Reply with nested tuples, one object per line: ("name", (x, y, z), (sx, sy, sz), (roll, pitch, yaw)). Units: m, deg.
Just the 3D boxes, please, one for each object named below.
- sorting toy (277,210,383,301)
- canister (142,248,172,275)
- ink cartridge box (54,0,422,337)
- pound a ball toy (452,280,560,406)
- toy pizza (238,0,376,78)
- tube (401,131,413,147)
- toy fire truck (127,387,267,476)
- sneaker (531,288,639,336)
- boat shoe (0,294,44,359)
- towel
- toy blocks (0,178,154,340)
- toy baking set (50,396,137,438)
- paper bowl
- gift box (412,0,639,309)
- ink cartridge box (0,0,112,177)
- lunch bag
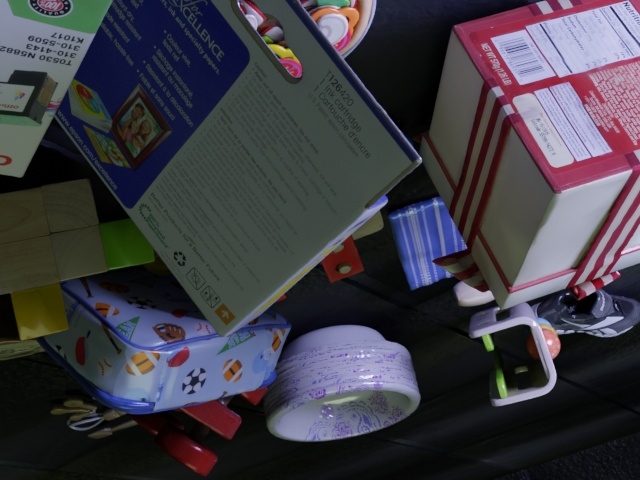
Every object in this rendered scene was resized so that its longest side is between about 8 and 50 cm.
("sorting toy", (-0.063, -0.025, 0.959), (0.257, 0.089, 0.255), (-20, 144, 2))
("canister", (-0.163, -0.032, 1.056), (0.126, 0.073, 0.170), (-6, 149, -13))
("ink cartridge box", (-0.086, -0.108, 0.738), (0.307, 0.304, 0.072), (-41, 174, 40))
("pound a ball toy", (0.318, 0.141, 1.419), (0.135, 0.208, 0.319), (-18, 177, 11))
("toy pizza", (-0.044, -0.211, 0.812), (0.201, 0.032, 0.201), (-8, 148, -5))
("tube", (0.014, -0.130, 0.978), (0.207, 0.052, 0.080), (17, 125, -33))
("toy fire truck", (-0.249, 0.207, 1.315), (0.254, 0.169, 0.302), (44, 166, -33))
("sneaker", (0.512, 0.128, 1.579), (0.234, 0.078, 0.106), (0, 152, -16))
("boat shoe", (-0.501, 0.136, 1.202), (0.285, 0.105, 0.089), (1, 146, -22))
("towel", (0.279, -0.018, 1.275), (0.335, 0.040, 0.243), (-14, 150, 5))
("toy blocks", (-0.394, 0.012, 0.921), (0.381, 0.191, 0.261), (-12, -176, -19))
("toy baking set", (-0.412, 0.330, 1.665), (0.196, 0.030, 0.256), (-7, 151, -2))
("paper bowl", (0.031, 0.256, 1.563), (0.284, 0.148, 0.284), (-8, 152, -5))
("gift box", (0.239, -0.094, 0.914), (0.276, 0.255, 0.258), (-13, 150, -9))
("ink cartridge box", (-0.303, -0.183, 0.690), (0.201, 0.117, 0.278), (9, 146, -32))
("lunch bag", (-0.201, 0.114, 1.115), (0.303, 0.243, 0.115), (1, 111, -50))
